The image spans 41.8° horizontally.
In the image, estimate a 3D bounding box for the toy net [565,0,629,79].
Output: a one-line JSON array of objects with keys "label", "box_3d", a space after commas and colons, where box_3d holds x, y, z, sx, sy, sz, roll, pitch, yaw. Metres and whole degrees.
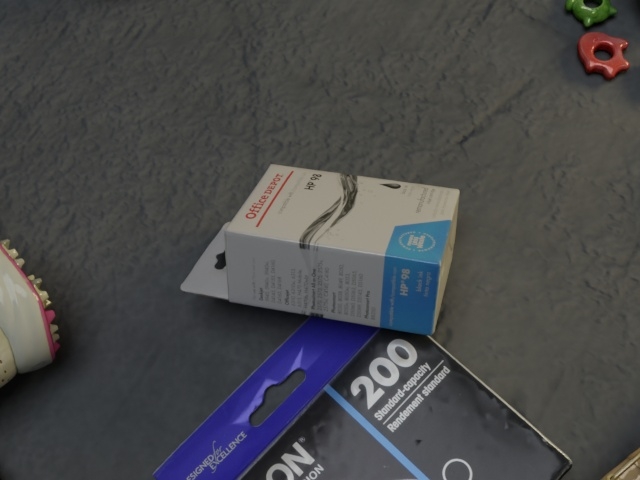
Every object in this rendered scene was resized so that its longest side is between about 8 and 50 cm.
[{"label": "toy net", "box_3d": [0.273, -0.126, 0.632, 0.122, 0.045, 0.232, -14, 66, 3]}]

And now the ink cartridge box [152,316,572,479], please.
[{"label": "ink cartridge box", "box_3d": [0.019, 0.151, 0.556, 0.208, 0.045, 0.206, 40, 78, 23]}]

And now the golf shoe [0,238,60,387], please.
[{"label": "golf shoe", "box_3d": [-0.331, 0.009, 0.618, 0.306, 0.115, 0.140, 38, 58, 22]}]

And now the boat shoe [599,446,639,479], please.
[{"label": "boat shoe", "box_3d": [0.169, 0.179, 0.515, 0.170, 0.063, 0.059, -37, 38, 6]}]

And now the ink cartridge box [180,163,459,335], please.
[{"label": "ink cartridge box", "box_3d": [0.000, 0.000, 0.588, 0.180, 0.060, 0.104, 8, 33, 12]}]
